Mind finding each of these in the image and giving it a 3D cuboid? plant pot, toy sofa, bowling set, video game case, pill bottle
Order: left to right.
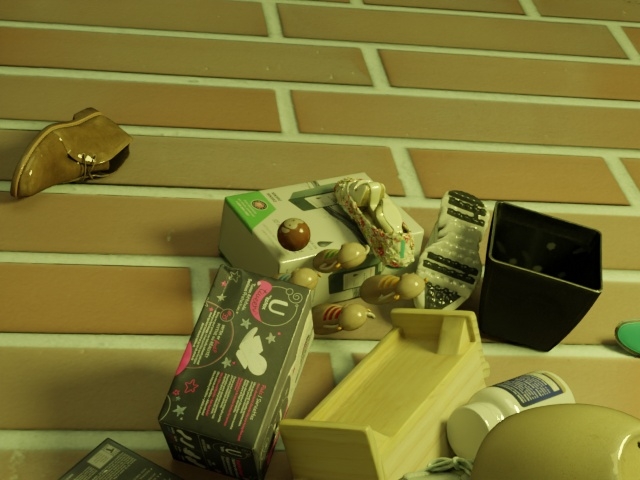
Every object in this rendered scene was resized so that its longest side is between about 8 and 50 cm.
[{"bbox_3d":[-0.234,0.377,1.696,0.274,0.026,0.196,25,37,21],"label":"video game case"},{"bbox_3d":[-0.003,0.062,1.990,0.287,0.200,0.154,-33,10,-25],"label":"bowling set"},{"bbox_3d":[0.106,0.254,1.874,0.150,0.177,0.362,0,25,34],"label":"toy sofa"},{"bbox_3d":[0.276,0.261,1.881,0.186,0.112,0.112,-11,37,-42],"label":"pill bottle"},{"bbox_3d":[0.351,0.070,2.146,0.187,0.167,0.188,17,35,1],"label":"plant pot"},{"bbox_3d":[0.359,0.326,1.639,0.284,0.191,0.284,15,60,-27],"label":"plant pot"}]

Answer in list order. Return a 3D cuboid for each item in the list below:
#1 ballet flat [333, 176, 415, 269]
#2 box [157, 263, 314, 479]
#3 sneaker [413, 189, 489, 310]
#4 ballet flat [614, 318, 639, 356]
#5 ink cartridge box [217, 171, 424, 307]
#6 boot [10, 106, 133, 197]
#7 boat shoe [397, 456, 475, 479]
[{"bbox_3d":[0.096,-0.049,2.138,0.091,0.077,0.241,-9,41,-25],"label":"ballet flat"},{"bbox_3d":[-0.109,0.189,1.800,0.142,0.163,0.247,16,63,11],"label":"box"},{"bbox_3d":[0.217,0.042,2.223,0.110,0.118,0.292,26,42,0],"label":"sneaker"},{"bbox_3d":[0.584,0.169,2.168,0.188,0.070,0.070,13,34,4],"label":"ballet flat"},{"bbox_3d":[0.000,0.000,2.219,0.289,0.121,0.211,-12,40,-29],"label":"ink cartridge box"},{"bbox_3d":[-0.452,-0.151,2.366,0.115,0.112,0.305,29,35,10],"label":"boot"},{"bbox_3d":[0.237,0.325,1.752,0.320,0.103,0.118,3,7,-26],"label":"boat shoe"}]
